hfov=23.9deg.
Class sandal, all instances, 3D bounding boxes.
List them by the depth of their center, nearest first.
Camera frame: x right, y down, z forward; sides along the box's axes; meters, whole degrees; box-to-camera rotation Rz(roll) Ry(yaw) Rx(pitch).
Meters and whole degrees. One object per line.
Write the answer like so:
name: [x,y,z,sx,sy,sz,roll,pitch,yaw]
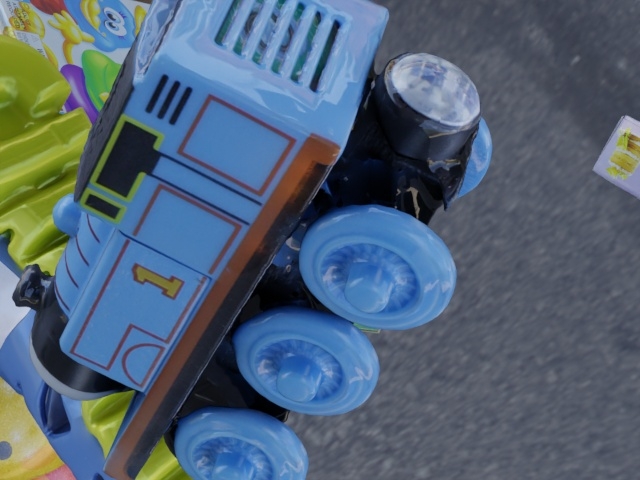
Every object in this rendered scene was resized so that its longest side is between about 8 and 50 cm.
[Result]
sandal: [-0.137,0.043,0.829,0.126,0.138,0.317,-24,78,-45]

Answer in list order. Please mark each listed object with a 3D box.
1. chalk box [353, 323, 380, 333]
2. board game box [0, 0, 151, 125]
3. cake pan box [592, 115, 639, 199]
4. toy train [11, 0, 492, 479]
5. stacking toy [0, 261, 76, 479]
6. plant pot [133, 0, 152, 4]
chalk box: [0.000,0.000,1.419,0.132,0.132,0.213,6,116,-3]
board game box: [-0.164,-0.087,1.150,0.275,0.144,0.142,3,55,-49]
cake pan box: [0.416,-0.006,1.380,0.267,0.246,0.070,21,104,-38]
toy train: [-0.025,0.003,0.441,0.105,0.184,0.080,28,45,-7]
stacking toy: [-0.325,0.166,1.444,0.351,0.480,0.350,8,43,-7]
plant pot: [-0.143,-0.337,1.414,0.110,0.237,0.237,-26,81,-29]
